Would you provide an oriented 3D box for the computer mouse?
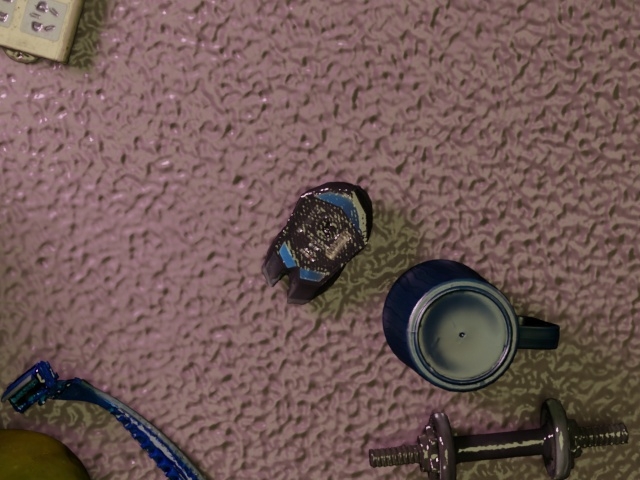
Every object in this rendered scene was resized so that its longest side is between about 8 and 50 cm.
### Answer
[{"bbox_3d":[0.000,0.000,1.626,0.079,0.047,0.135,38,102,5],"label":"computer mouse"}]

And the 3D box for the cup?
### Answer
[{"bbox_3d":[0.140,0.074,1.598,0.150,0.138,0.113,-24,97,-3],"label":"cup"}]

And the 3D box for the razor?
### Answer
[{"bbox_3d":[-0.153,0.216,1.630,0.324,0.093,0.056,37,55,-11],"label":"razor"}]

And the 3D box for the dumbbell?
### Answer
[{"bbox_3d":[0.174,0.199,1.642,0.254,0.081,0.081,-5,95,-5],"label":"dumbbell"}]

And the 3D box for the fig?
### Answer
[{"bbox_3d":[-0.308,0.265,1.561,0.181,0.191,0.181,5,100,30],"label":"fig"}]

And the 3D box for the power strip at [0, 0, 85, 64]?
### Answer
[{"bbox_3d":[-0.249,-0.297,1.584,0.092,0.034,0.268,16,93,-6],"label":"power strip"}]
